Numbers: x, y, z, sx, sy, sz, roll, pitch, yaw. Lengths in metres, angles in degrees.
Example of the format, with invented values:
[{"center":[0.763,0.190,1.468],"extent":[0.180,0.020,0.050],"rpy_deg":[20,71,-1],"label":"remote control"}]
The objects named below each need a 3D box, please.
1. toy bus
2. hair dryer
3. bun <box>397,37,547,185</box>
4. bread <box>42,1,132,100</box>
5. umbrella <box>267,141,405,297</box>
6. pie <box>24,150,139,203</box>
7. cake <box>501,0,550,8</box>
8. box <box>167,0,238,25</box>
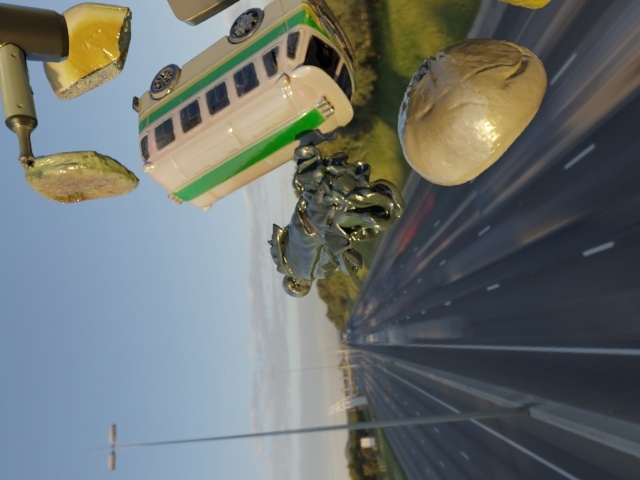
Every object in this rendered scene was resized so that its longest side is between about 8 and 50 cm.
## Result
[{"center":[-0.099,-0.179,0.653],"extent":[0.143,0.305,0.179],"rpy_deg":[40,-149,-49],"label":"toy bus"},{"center":[-0.308,-0.159,0.502],"extent":[0.057,0.100,0.198],"rpy_deg":[-38,64,53],"label":"hair dryer"},{"center":[0.152,-0.153,0.535],"extent":[0.166,0.113,0.173],"rpy_deg":[-46,17,37],"label":"bun"},{"center":[-0.557,-0.468,1.159],"extent":[0.156,0.260,0.158],"rpy_deg":[57,171,-16],"label":"bread"},{"center":[0.000,-0.003,0.686],"extent":[0.143,0.094,0.349],"rpy_deg":[43,153,10],"label":"umbrella"},{"center":[-0.641,-0.171,1.310],"extent":[0.277,0.276,0.079],"rpy_deg":[80,179,-78],"label":"pie"},{"center":[0.214,-0.407,0.575],"extent":[0.261,0.156,0.179],"rpy_deg":[58,140,34],"label":"cake"},{"center":[-0.307,-0.671,1.270],"extent":[0.145,0.200,0.090],"rpy_deg":[61,-174,-9],"label":"box"}]
